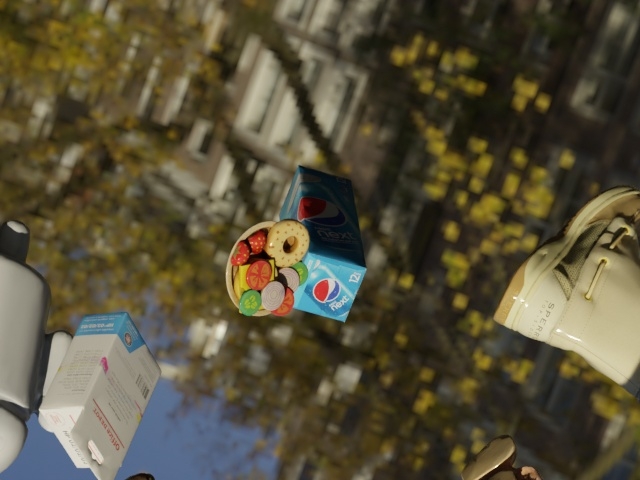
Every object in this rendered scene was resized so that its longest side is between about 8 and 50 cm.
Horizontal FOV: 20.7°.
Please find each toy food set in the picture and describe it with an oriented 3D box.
[{"bbox_3d":[-0.043,0.025,1.449,0.083,0.082,0.020,-13,-160,-39],"label":"toy food set"}]

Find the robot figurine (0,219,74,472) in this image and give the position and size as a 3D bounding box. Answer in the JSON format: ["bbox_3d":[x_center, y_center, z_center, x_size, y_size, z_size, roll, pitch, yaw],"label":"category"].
[{"bbox_3d":[-0.432,0.141,2.077,0.300,0.353,0.200,14,155,-14],"label":"robot figurine"}]

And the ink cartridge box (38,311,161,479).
[{"bbox_3d":[-0.249,0.180,1.951,0.062,0.104,0.181,-4,-138,25],"label":"ink cartridge box"}]

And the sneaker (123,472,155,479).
[{"bbox_3d":[-0.279,0.337,2.105,0.071,0.188,0.066,37,-161,-29],"label":"sneaker"}]

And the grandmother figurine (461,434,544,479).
[{"bbox_3d":[0.297,0.388,2.014,0.342,0.104,0.208,47,-149,-20],"label":"grandmother figurine"}]

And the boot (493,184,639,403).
[{"bbox_3d":[0.302,0.057,1.625,0.203,0.095,0.262,33,-146,17],"label":"boot"}]

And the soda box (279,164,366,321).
[{"bbox_3d":[0.000,0.000,1.897,0.067,0.071,0.210,15,-154,-13],"label":"soda box"}]
